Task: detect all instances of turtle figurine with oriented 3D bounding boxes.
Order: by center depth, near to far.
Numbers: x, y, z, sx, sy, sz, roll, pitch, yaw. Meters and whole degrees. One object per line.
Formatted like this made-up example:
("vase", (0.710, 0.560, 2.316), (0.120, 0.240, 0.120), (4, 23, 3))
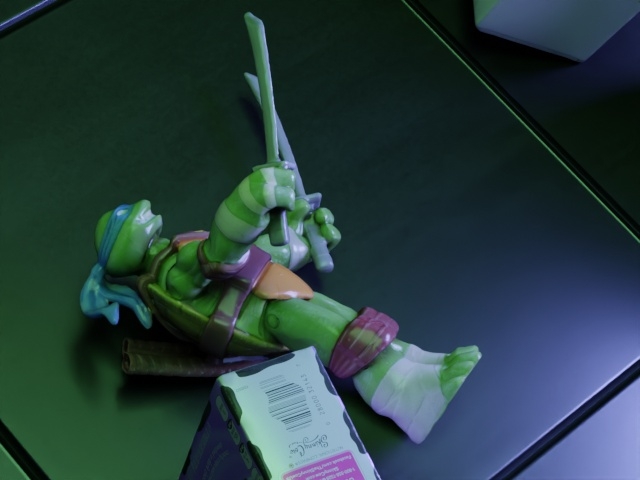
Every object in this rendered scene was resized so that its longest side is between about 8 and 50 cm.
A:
("turtle figurine", (0.000, 0.000, 1.333), (0.266, 0.198, 0.274), (34, 61, 2))

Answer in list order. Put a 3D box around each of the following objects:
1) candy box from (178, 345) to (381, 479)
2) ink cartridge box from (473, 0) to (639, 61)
("candy box", (-0.009, 0.193, 1.230), (0.070, 0.165, 0.196), (-18, 65, -23))
("ink cartridge box", (0.208, -0.315, 1.567), (0.115, 0.198, 0.273), (14, 56, -25))
